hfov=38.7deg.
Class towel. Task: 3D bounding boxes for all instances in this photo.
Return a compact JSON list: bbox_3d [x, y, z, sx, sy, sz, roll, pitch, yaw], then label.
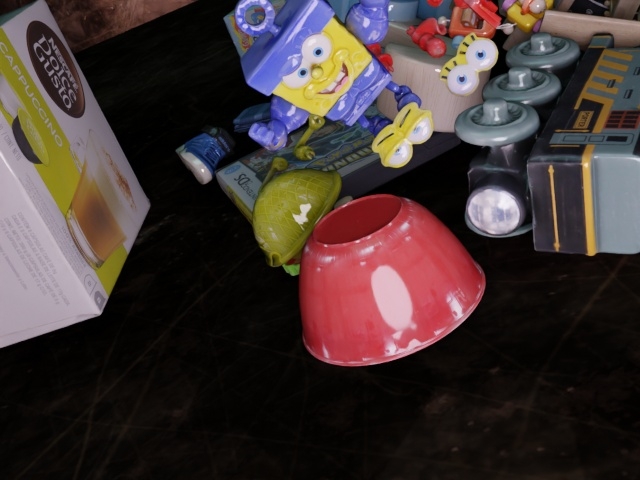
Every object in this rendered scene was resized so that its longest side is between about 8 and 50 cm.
[{"bbox_3d":[-0.081,-0.207,1.497,0.119,0.029,0.067,-9,28,30],"label":"towel"}]

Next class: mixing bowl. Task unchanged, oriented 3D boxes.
[{"bbox_3d":[0.050,0.021,0.840,0.181,0.098,0.181,-20,24,9],"label":"mixing bowl"}]

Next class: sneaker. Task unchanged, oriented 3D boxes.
[{"bbox_3d":[-0.168,-0.136,1.393,0.084,0.058,0.152,-35,19,-6],"label":"sneaker"}]

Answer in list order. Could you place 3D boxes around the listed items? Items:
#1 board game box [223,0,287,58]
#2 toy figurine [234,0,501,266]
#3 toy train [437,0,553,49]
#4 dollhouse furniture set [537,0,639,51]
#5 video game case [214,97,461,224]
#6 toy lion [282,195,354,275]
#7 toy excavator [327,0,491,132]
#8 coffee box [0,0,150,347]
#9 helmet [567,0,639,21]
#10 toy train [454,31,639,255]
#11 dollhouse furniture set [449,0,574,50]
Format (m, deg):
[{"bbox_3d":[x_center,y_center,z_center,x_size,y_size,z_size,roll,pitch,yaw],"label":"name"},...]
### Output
[{"bbox_3d":[-0.048,-0.440,1.802,0.142,0.144,0.275,-7,29,30],"label":"board game box"},{"bbox_3d":[-0.021,-0.170,0.934,0.362,0.217,0.191,-47,37,19],"label":"toy figurine"},{"bbox_3d":[0.208,-0.294,1.041,0.125,0.046,0.166,15,79,14],"label":"toy train"},{"bbox_3d":[0.313,-0.272,1.056,0.123,0.144,0.151,8,68,5],"label":"dollhouse furniture set"},{"bbox_3d":[0.011,-0.109,1.209,0.274,0.035,0.248,-27,25,-9],"label":"video game case"},{"bbox_3d":[0.000,0.000,1.010,0.096,0.034,0.100,-25,23,14],"label":"toy lion"},{"bbox_3d":[0.126,-0.300,1.280,0.445,0.222,0.432,27,33,35],"label":"toy excavator"},{"bbox_3d":[-0.469,-0.070,1.184,0.338,0.338,0.334,-19,25,11],"label":"coffee box"},{"bbox_3d":[0.397,-0.351,1.213,0.169,0.169,0.162,-87,22,-63],"label":"helmet"},{"bbox_3d":[0.254,-0.104,0.886,0.190,0.142,0.334,6,33,26],"label":"toy train"},{"bbox_3d":[0.184,-0.423,1.149,0.286,0.303,0.198,-78,15,-55],"label":"dollhouse furniture set"}]
